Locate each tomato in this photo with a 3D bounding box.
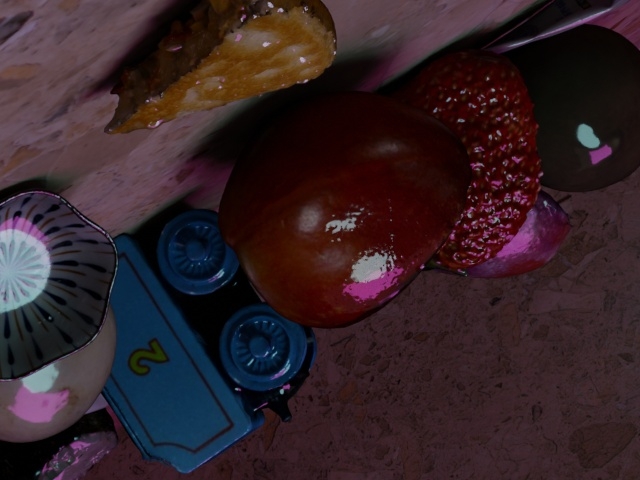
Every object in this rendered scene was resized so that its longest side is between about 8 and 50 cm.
[{"bbox_3d":[0.233,-0.022,1.581,0.335,0.289,0.176,22,-97,53],"label":"tomato"}]

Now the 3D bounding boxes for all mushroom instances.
[{"bbox_3d":[-0.328,0.106,1.076,0.204,0.204,0.204,-30,172,-5],"label":"mushroom"}]

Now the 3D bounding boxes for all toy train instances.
[{"bbox_3d":[-0.159,0.126,1.267,0.265,0.300,0.188,-35,172,-1],"label":"toy train"}]

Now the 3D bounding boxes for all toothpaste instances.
[{"bbox_3d":[0.297,-0.289,1.308,0.301,0.048,0.075,-26,-159,12],"label":"toothpaste"}]

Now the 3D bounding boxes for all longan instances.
[{"bbox_3d":[0.369,-0.189,1.462,0.258,0.258,0.258,-30,172,-5],"label":"longan"}]

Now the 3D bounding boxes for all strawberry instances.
[{"bbox_3d":[0.154,-0.094,1.311,0.261,0.261,0.257,-28,165,-20],"label":"strawberry"}]

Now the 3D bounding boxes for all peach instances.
[{"bbox_3d":[0.027,-0.049,1.104,0.274,0.248,0.245,-34,146,7],"label":"peach"}]

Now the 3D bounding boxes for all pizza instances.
[{"bbox_3d":[-0.087,-0.142,0.777,0.199,0.062,0.188,-25,167,8],"label":"pizza"}]

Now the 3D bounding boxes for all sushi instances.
[{"bbox_3d":[-0.550,0.389,1.861,0.348,0.207,0.234,-37,160,5],"label":"sushi"}]

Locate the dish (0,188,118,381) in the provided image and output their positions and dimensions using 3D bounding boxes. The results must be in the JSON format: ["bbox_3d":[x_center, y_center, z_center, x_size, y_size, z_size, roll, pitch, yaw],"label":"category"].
[{"bbox_3d":[-0.286,0.033,0.937,0.190,0.191,0.066,-28,-146,-22],"label":"dish"}]

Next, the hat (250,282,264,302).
[{"bbox_3d":[-0.202,0.073,1.436,0.164,0.219,0.226,37,84,-47],"label":"hat"}]

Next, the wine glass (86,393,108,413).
[{"bbox_3d":[-0.323,0.187,1.658,0.321,0.143,0.143,-19,166,-45],"label":"wine glass"}]
